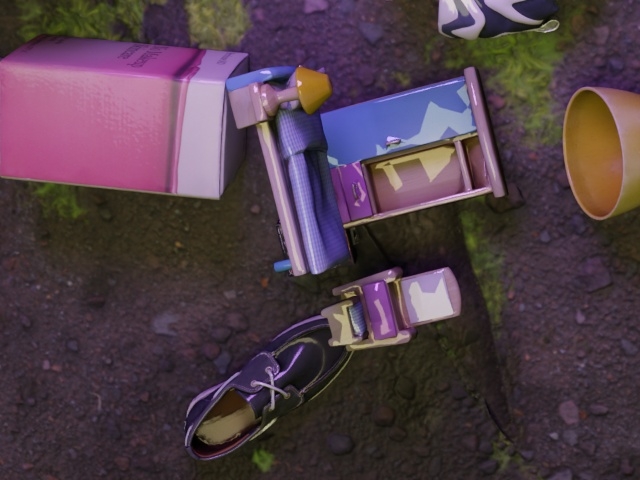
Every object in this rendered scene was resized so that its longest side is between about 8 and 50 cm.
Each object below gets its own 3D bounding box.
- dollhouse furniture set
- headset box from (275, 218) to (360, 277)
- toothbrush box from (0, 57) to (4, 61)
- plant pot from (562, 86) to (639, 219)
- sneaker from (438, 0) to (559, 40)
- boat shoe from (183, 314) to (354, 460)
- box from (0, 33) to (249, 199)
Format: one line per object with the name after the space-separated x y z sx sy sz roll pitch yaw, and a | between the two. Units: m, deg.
0.065 -0.037 1.502 0.198 0.303 0.286 -14 89 13 | dollhouse furniture set
0.000 0.000 1.696 0.083 0.032 0.062 -12 107 11 | headset box
-0.486 -0.096 1.684 0.206 0.122 0.283 24 109 -1 | toothbrush box
0.316 -0.093 1.581 0.095 0.134 0.134 -8 110 -16 | plant pot
0.200 -0.306 1.530 0.153 0.094 0.235 6 110 4 | sneaker
-0.056 0.167 1.739 0.233 0.079 0.084 -36 99 16 | boat shoe
-0.199 -0.130 1.616 0.232 0.148 0.127 5 109 5 | box
